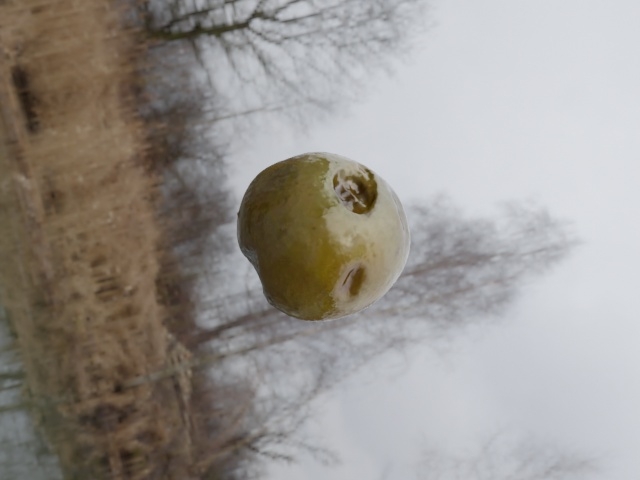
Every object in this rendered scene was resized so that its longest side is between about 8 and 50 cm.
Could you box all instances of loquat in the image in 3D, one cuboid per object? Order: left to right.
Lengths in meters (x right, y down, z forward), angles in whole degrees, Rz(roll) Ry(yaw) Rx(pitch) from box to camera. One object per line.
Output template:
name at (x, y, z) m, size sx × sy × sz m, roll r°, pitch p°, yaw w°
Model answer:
loquat at (-0.005, -0.002, 1.292) m, size 0.213 × 0.213 × 0.213 m, roll 166°, pitch -90°, yaw -83°
